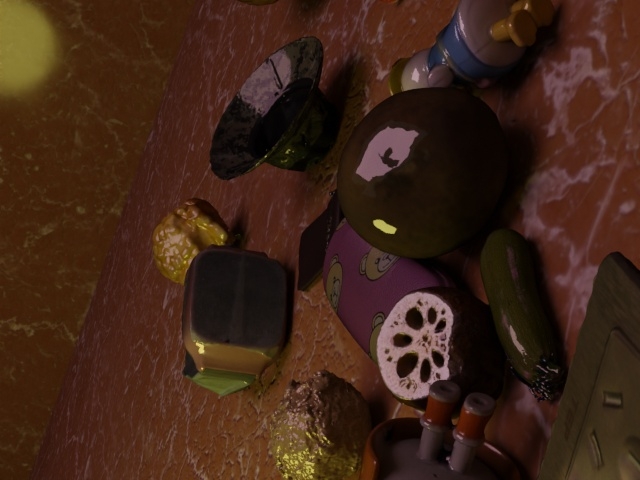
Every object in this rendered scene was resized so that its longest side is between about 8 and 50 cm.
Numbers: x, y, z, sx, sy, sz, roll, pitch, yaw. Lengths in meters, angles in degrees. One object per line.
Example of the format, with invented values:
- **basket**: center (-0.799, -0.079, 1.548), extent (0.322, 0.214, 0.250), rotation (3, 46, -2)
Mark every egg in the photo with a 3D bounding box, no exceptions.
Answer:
- **egg**: center (0.000, 0.218, 1.102), extent (0.140, 0.118, 0.116), rotation (-58, 7, 15)

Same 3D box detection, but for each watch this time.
- **watch**: center (-0.158, 0.130, 1.538), extent (0.241, 0.162, 0.253), rotation (122, 156, -54)

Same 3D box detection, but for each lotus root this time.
- **lotus root**: center (0.107, 0.105, 0.897), extent (0.112, 0.081, 0.122), rotation (-2, 78, 39)

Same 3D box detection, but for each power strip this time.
- **power strip**: center (0.225, 0.171, 0.594), extent (0.257, 0.092, 0.251), rotation (-117, 38, -60)

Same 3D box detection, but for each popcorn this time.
- **popcorn**: center (-0.234, 0.008, 1.815), extent (0.180, 0.170, 0.180), rotation (158, 90, -83)

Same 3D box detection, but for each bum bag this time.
- **bum bag**: center (0.000, 0.000, 1.390), extent (0.159, 0.026, 0.109), rotation (134, 145, -52)

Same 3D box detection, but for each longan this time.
- **longan**: center (0.105, -0.069, 0.980), extent (0.187, 0.167, 0.167), rotation (-45, 35, 46)

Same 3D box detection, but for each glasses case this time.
- **glasses case**: center (0.071, 0.054, 1.094), extent (0.123, 0.076, 0.316), rotation (-67, 22, 12)

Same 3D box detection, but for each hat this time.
- **hat**: center (-0.044, -0.181, 1.494), extent (0.265, 0.128, 0.265), rotation (-36, 39, 36)

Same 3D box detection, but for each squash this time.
- **squash**: center (0.177, 0.062, 0.860), extent (0.052, 0.052, 0.183), rotation (-55, 31, 41)

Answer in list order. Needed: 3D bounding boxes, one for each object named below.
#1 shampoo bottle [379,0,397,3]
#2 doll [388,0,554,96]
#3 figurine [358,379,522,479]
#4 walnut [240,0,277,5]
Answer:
- **shampoo bottle**: center (0.103, -0.445, 1.416), extent (0.108, 0.051, 0.221), rotation (-43, 37, 53)
- **doll**: center (0.150, -0.197, 1.048), extent (0.241, 0.099, 0.135), rotation (138, 143, -59)
- **figurine**: center (0.089, 0.254, 0.831), extent (0.271, 0.143, 0.143), rotation (-71, 21, 4)
- **walnut**: center (-0.109, -0.581, 1.742), extent (0.306, 0.306, 0.344), rotation (-66, 29, 21)
